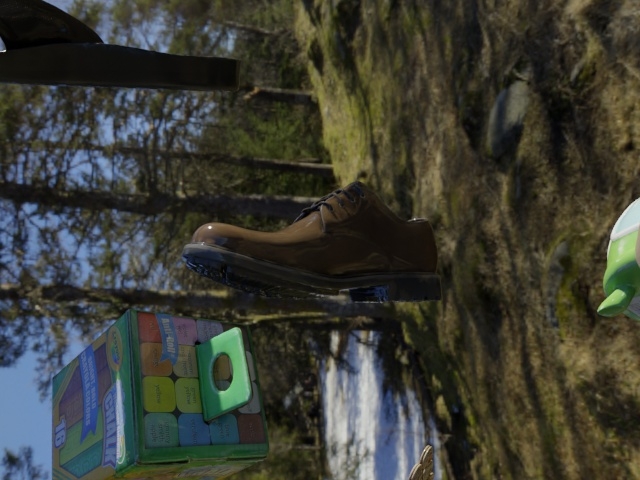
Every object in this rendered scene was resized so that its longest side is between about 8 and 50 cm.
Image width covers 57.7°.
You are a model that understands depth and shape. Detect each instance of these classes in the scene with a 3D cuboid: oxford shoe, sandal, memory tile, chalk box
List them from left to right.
[{"bbox_3d":[-0.312,-0.229,0.651,0.167,0.445,0.107,-146,56,-63],"label":"sandal"},{"bbox_3d":[-0.140,0.151,0.530,0.213,0.132,0.133,-38,52,35],"label":"chalk box"},{"bbox_3d":[0.000,0.000,0.454,0.082,0.227,0.096,-6,81,52],"label":"oxford shoe"},{"bbox_3d":[0.142,0.405,0.916,0.148,0.012,0.113,-43,-40,-39],"label":"memory tile"}]

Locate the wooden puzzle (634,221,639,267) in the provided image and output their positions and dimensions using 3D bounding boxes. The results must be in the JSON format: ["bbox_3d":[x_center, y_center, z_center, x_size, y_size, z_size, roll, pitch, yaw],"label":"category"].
[{"bbox_3d":[0.301,0.047,0.398,0.239,0.044,0.221,60,-173,34],"label":"wooden puzzle"}]

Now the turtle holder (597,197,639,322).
[{"bbox_3d":[0.551,0.000,0.812,0.320,0.243,0.228,86,-156,-59],"label":"turtle holder"}]
